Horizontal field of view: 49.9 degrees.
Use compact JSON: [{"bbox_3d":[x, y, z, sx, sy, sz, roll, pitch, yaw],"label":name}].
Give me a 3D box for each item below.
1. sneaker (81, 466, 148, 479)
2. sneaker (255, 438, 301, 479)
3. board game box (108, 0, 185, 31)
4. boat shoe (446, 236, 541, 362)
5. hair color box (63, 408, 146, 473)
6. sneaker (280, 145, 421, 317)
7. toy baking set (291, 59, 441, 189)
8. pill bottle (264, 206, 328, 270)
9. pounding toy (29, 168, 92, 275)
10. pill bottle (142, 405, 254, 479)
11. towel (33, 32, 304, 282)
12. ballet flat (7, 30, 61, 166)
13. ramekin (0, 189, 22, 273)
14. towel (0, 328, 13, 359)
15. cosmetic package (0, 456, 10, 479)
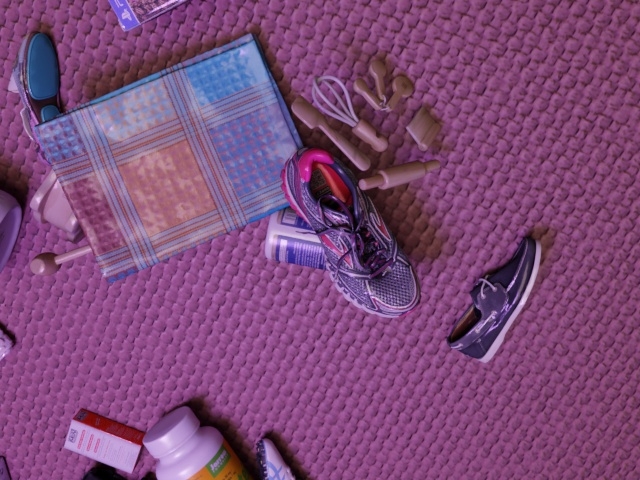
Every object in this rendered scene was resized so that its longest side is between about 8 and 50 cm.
[{"bbox_3d":[-0.454,0.514,1.346,0.293,0.102,0.146,-6,102,4],"label":"sneaker"},{"bbox_3d":[-0.056,0.472,1.298,0.086,0.085,0.237,-25,100,-14],"label":"sneaker"},{"bbox_3d":[-0.191,-0.468,0.957,0.291,0.141,0.232,-20,111,17],"label":"board game box"},{"bbox_3d":[0.288,0.094,1.131,0.079,0.084,0.233,24,111,-2],"label":"boat shoe"},{"bbox_3d":[-0.412,0.386,1.324,0.141,0.043,0.072,22,108,-1],"label":"hair color box"},{"bbox_3d":[0.045,-0.006,1.027,0.121,0.112,0.299,-40,96,-10],"label":"sneaker"},{"bbox_3d":[0.075,-0.167,1.026,0.030,0.256,0.197,-31,84,54],"label":"toy baking set"},{"bbox_3d":[0.000,0.000,1.130,0.169,0.094,0.094,11,108,3],"label":"pill bottle"},{"bbox_3d":[-0.371,-0.058,1.139,0.154,0.154,0.270,33,89,-5],"label":"pounding toy"},{"bbox_3d":[-0.215,0.433,1.266,0.136,0.136,0.246,-30,102,14],"label":"pill bottle"},{"bbox_3d":[-0.212,-0.128,1.062,0.370,0.040,0.272,-25,96,-8],"label":"towel"},{"bbox_3d":[-0.467,-0.227,1.133,0.079,0.077,0.222,0,109,27],"label":"ballet flat"},{"bbox_3d":[-0.586,-0.003,1.146,0.109,0.207,0.207,22,108,-10],"label":"ramekin"},{"bbox_3d":[-0.795,0.181,1.302,0.317,0.053,0.332,-42,99,16],"label":"towel"},{"bbox_3d":[-0.709,0.635,1.379,0.196,0.155,0.366,-7,105,8],"label":"cosmetic package"}]
